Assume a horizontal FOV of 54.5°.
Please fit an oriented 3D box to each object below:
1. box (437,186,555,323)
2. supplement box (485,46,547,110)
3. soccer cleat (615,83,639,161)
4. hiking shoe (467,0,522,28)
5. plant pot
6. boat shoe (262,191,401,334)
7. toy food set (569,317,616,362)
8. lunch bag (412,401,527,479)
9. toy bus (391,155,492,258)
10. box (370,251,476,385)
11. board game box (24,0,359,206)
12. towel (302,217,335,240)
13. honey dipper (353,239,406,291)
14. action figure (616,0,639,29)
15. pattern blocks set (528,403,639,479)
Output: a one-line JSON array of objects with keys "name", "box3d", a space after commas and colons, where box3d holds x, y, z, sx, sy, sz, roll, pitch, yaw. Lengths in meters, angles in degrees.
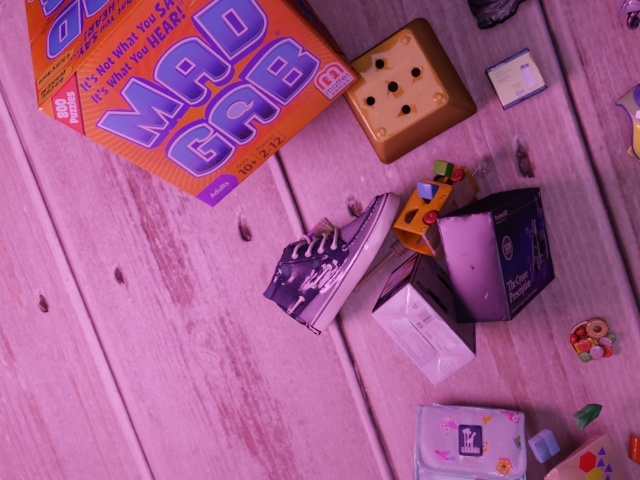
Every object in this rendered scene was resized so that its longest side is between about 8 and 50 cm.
[{"name": "box", "box3d": [0.318, 0.018, 1.099, 0.103, 0.261, 0.184, -10, 97, 37]}, {"name": "supplement box", "box3d": [0.360, -0.297, 1.148, 0.083, 0.056, 0.083, -26, 93, 16]}, {"name": "soccer cleat", "box3d": [0.624, -0.149, 1.109, 0.121, 0.093, 0.289, -19, 100, 46]}, {"name": "hiking shoe", "box3d": [0.359, -0.482, 1.101, 0.227, 0.086, 0.114, -33, 94, 17]}, {"name": "plant pot", "box3d": [0.143, -0.276, 1.137, 0.212, 0.187, 0.212, -30, 91, 16]}, {"name": "boat shoe", "box3d": [0.013, 0.024, 1.239, 0.158, 0.127, 0.340, 30, 109, -2]}, {"name": "toy food set", "box3d": [0.530, 0.196, 1.211, 0.083, 0.020, 0.082, -29, 92, 16]}, {"name": "lunch bag", "box3d": [0.298, 0.458, 1.243, 0.224, 0.160, 0.262, 1, 93, 13]}, {"name": "toy bus", "box3d": [0.221, -0.071, 1.193, 0.104, 0.202, 0.190, 20, 114, 41]}, {"name": "box", "box3d": [0.199, 0.127, 1.140, 0.087, 0.290, 0.169, -42, 90, 18]}, {"name": "board game box", "box3d": [-0.225, -0.349, 1.054, 0.356, 0.357, 0.356, -39, 51, 17]}, {"name": "towel", "box3d": [0.000, 0.000, 1.311, 0.060, 0.009, 0.083, 43, 107, 3]}, {"name": "honey dipper", "box3d": [0.124, 0.053, 1.281, 0.030, 0.030, 0.160, 44, 109, 3]}, {"name": "action figure", "box3d": [0.600, -0.378, 1.029, 0.186, 0.099, 0.284, -14, 67, 4]}, {"name": "pattern blocks set", "box3d": [0.522, 0.476, 1.193, 0.286, 0.026, 0.324, -19, 99, -16]}]
